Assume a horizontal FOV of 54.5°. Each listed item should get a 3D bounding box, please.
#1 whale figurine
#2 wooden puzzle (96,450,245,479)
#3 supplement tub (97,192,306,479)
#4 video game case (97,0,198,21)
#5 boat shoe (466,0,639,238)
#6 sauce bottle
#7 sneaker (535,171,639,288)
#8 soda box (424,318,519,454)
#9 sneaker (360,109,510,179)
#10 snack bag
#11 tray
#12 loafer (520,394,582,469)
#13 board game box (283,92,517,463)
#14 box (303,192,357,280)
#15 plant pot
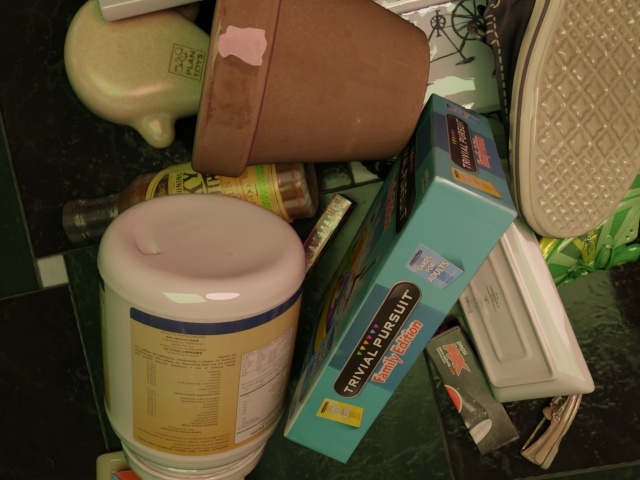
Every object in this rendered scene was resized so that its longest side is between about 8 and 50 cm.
[{"bbox_3d":[-0.201,-0.226,0.846,0.272,0.141,0.216,9,85,-16],"label":"whale figurine"},{"bbox_3d":[-0.215,0.398,0.873,0.239,0.044,0.220,-13,68,10],"label":"wooden puzzle"},{"bbox_3d":[-0.146,0.126,0.754,0.228,0.228,0.316,14,121,7],"label":"supplement tub"},{"bbox_3d":[-0.182,-0.378,0.794,0.227,0.026,0.206,-17,61,-9],"label":"video game case"},{"bbox_3d":[0.274,-0.251,0.712,0.187,0.156,0.500,1,90,-19],"label":"boat shoe"},{"bbox_3d":[-0.178,-0.051,0.848,0.345,0.111,0.111,-12,92,9],"label":"sauce bottle"},{"bbox_3d":[0.330,0.007,0.779,0.123,0.109,0.295,39,102,0],"label":"sneaker"},{"bbox_3d":[0.200,0.196,0.837,0.060,0.053,0.169,-29,88,8],"label":"soda box"},{"bbox_3d":[0.172,-0.118,0.811,0.272,0.100,0.108,8,82,3],"label":"sneaker"},{"bbox_3d":[0.197,-0.326,0.817,0.323,0.037,0.342,-13,92,8],"label":"snack bag"},{"bbox_3d":[0.213,0.065,0.753,0.145,0.030,0.270,-28,79,52],"label":"tray"},{"bbox_3d":[0.309,0.244,0.831,0.039,0.045,0.125,23,99,13],"label":"loafer"},{"bbox_3d":[0.077,0.033,0.686,0.079,0.253,0.336,24,119,-4],"label":"board game box"},{"bbox_3d":[0.000,0.000,0.834,0.027,0.094,0.137,33,98,6],"label":"box"},{"bbox_3d":[-0.010,-0.185,0.686,0.229,0.263,0.263,10,95,-10],"label":"plant pot"}]
